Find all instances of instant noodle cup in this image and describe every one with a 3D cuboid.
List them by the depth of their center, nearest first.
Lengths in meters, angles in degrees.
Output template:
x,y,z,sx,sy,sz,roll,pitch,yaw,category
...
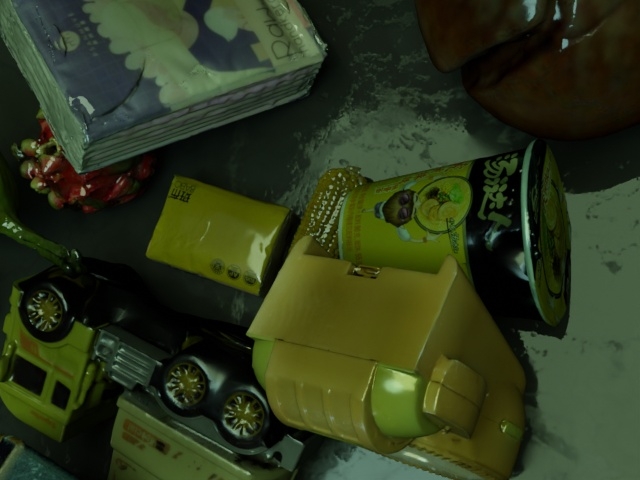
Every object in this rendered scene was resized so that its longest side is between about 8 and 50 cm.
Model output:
x,y,z,sx,sy,sz,roll,pitch,yaw,category
0.156,-0.002,1.198,0.236,0.215,0.215,-4,79,25,instant noodle cup

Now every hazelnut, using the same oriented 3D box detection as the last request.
x,y,z,sx,sy,sz,roll,pitch,yaw,category
0.269,-0.317,1.152,0.359,0.359,0.409,0,72,16,hazelnut

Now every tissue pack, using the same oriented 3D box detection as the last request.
x,y,z,sx,sy,sz,roll,pitch,yaw,category
-0.191,-0.248,1.289,0.343,0.125,0.242,-23,72,-26,tissue pack
-0.124,-0.005,1.326,0.169,0.082,0.120,18,85,18,tissue pack

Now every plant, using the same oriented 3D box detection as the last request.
x,y,z,sx,sy,sz,roll,pitch,yaw,category
-0.416,-0.012,1.275,0.180,0.251,0.333,-40,74,-5,plant

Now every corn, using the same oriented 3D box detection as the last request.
x,y,z,sx,sy,sz,roll,pitch,yaw,category
0.000,0.000,1.299,0.068,0.068,0.207,24,89,18,corn

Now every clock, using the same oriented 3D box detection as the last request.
x,y,z,sx,sy,sz,roll,pitch,yaw,category
0.096,0.154,1.122,0.244,0.317,0.200,11,69,41,clock

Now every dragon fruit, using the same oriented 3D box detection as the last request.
x,y,z,sx,sy,sz,roll,pitch,yaw,category
-0.309,-0.113,1.350,0.166,0.172,0.160,18,86,19,dragon fruit

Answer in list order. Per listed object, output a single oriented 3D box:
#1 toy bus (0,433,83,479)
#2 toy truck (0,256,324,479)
x,y,z,sx,sy,sz,roll,pitch,yaw,category
-0.272,0.358,1.173,0.323,0.194,0.162,38,68,-17,toy bus
-0.198,0.191,1.265,0.405,0.180,0.254,26,103,16,toy truck
